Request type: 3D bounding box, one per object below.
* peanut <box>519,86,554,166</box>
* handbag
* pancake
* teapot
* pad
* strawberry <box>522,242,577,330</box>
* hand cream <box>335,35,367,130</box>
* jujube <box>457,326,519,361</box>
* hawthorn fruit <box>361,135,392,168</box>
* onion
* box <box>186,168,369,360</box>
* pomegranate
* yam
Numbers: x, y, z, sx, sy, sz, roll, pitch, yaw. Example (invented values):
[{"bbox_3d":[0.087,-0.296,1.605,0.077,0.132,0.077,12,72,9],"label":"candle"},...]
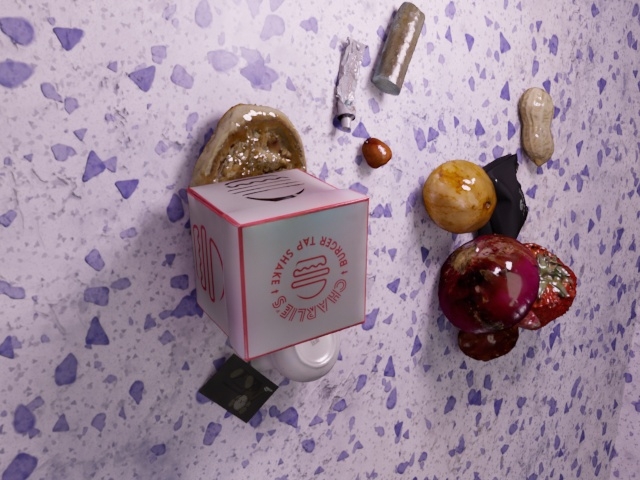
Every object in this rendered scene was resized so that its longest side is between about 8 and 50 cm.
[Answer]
[{"bbox_3d":[0.802,-0.419,2.335,0.136,0.120,0.299,-23,114,-32],"label":"peanut"},{"bbox_3d":[0.654,-0.137,2.237,0.288,0.152,0.342,-45,126,-41],"label":"handbag"},{"bbox_3d":[-0.160,-0.156,1.545,0.356,0.065,0.356,-16,113,-42],"label":"pancake"},{"bbox_3d":[-0.039,0.267,1.676,0.298,0.139,0.204,-18,86,-36],"label":"teapot"},{"bbox_3d":[-0.204,0.378,1.610,0.127,0.004,0.190,-48,126,-6],"label":"pad"},{"bbox_3d":[0.786,0.179,2.314,0.351,0.267,0.312,64,16,-53],"label":"strawberry"},{"bbox_3d":[0.082,-0.425,1.739,0.084,0.050,0.257,10,83,-44],"label":"hand cream"},{"bbox_3d":[0.590,0.334,2.226,0.250,0.174,0.174,-12,104,-41],"label":"jujube"},{"bbox_3d":[0.157,-0.256,1.812,0.081,0.081,0.093,-42,109,-29],"label":"hawthorn fruit"},{"bbox_3d":[0.581,0.176,2.065,0.385,0.347,0.348,40,69,-19],"label":"onion"},{"bbox_3d":[-0.100,0.032,1.418,0.314,0.300,0.312,-14,117,-29],"label":"box"},{"bbox_3d":[0.431,-0.138,1.983,0.248,0.248,0.248,-8,101,-41],"label":"pomegranate"},{"bbox_3d":[0.228,-0.553,1.821,0.093,0.093,0.259,28,78,-41],"label":"yam"}]
